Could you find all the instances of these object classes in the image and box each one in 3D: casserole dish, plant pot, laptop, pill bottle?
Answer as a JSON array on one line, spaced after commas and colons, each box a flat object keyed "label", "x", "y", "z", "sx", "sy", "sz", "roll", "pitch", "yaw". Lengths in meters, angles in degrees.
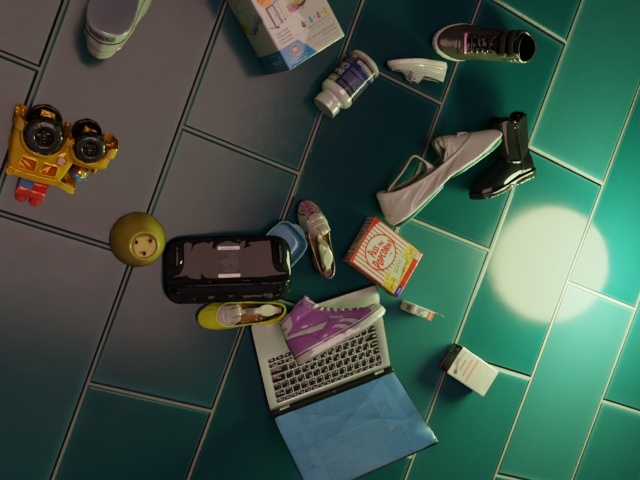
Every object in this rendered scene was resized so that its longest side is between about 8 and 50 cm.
[{"label": "casserole dish", "x": -0.120, "y": 0.032, "z": 1.812, "sx": 0.188, "sy": 0.037, "sz": 0.114, "roll": -47, "pitch": 113, "yaw": -10}, {"label": "plant pot", "x": -0.425, "y": 0.004, "z": 1.643, "sx": 0.134, "sy": 0.095, "sz": 0.134, "roll": -4, "pitch": 100, "yaw": -23}, {"label": "laptop", "x": 0.063, "y": 0.379, "z": 1.840, "sx": 0.381, "sy": 0.236, "sz": 0.408, "roll": -16, "pitch": 105, "yaw": -21}, {"label": "pill bottle", "x": 0.063, "y": -0.400, "z": 1.785, "sx": 0.169, "sy": 0.094, "sz": 0.094, "roll": -49, "pitch": 113, "yaw": -9}]

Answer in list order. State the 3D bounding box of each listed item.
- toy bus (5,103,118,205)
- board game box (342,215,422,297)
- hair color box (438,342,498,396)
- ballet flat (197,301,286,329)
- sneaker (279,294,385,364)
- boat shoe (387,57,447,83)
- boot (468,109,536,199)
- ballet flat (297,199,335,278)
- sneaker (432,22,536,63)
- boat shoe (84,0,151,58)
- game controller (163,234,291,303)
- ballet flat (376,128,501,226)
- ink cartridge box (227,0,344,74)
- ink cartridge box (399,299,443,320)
[{"label": "toy bus", "x": -0.582, "y": -0.173, "z": 1.530, "sx": 0.220, "sy": 0.149, "sz": 0.211, "roll": 15, "pitch": 106, "yaw": -27}, {"label": "board game box", "x": 0.174, "y": 0.046, "z": 1.928, "sx": 0.193, "sy": 0.045, "sz": 0.147, "roll": 36, "pitch": 77, "yaw": -24}, {"label": "hair color box", "x": 0.451, "y": 0.393, "z": 2.109, "sx": 0.167, "sy": 0.053, "sz": 0.093, "roll": 36, "pitch": 85, "yaw": -25}, {"label": "ballet flat", "x": -0.195, "y": 0.185, "z": 1.775, "sx": 0.231, "sy": 0.077, "sz": 0.077, "roll": -2, "pitch": 81, "yaw": -20}, {"label": "sneaker", "x": 0.028, "y": 0.195, "z": 1.832, "sx": 0.282, "sy": 0.102, "sz": 0.161, "roll": -23, "pitch": 76, "yaw": -22}, {"label": "boat shoe", "x": 0.262, "y": -0.459, "z": 1.884, "sx": 0.184, "sy": 0.066, "sz": 0.063, "roll": -3, "pitch": 99, "yaw": -33}, {"label": "boot", "x": 0.510, "y": -0.249, "z": 2.003, "sx": 0.246, "sy": 0.094, "sz": 0.207, "roll": -24, "pitch": 108, "yaw": -20}, {"label": "ballet flat", "x": 0.000, "y": 0.000, "z": 1.834, "sx": 0.076, "sy": 0.079, "sz": 0.222, "roll": -20, "pitch": 106, "yaw": -18}, {"label": "sneaker", "x": 0.461, "y": -0.544, "z": 1.904, "sx": 0.295, "sy": 0.147, "sz": 0.105, "roll": 0, "pitch": 101, "yaw": -22}, {"label": "boat shoe", "x": -0.429, "y": -0.544, "z": 1.534, "sx": 0.135, "sy": 0.156, "sz": 0.367, "roll": 21, "pitch": 61, "yaw": -20}, {"label": "game controller", "x": -0.230, "y": 0.072, "z": 1.738, "sx": 0.319, "sy": 0.067, "sz": 0.167, "roll": -1, "pitch": 85, "yaw": -12}, {"label": "ballet flat", "x": 0.317, "y": -0.204, "z": 1.896, "sx": 0.400, "sy": 0.139, "sz": 0.139, "roll": -40, "pitch": 112, "yaw": -1}, {"label": "ink cartridge box", "x": -0.092, "y": -0.544, "z": 1.653, "sx": 0.171, "sy": 0.168, "sz": 0.233, "roll": -35, "pitch": 110, "yaw": -13}, {"label": "ink cartridge box", "x": 0.293, "y": 0.208, "z": 2.004, "sx": 0.115, "sy": 0.063, "sz": 0.029, "roll": 23, "pitch": 88, "yaw": -25}]
